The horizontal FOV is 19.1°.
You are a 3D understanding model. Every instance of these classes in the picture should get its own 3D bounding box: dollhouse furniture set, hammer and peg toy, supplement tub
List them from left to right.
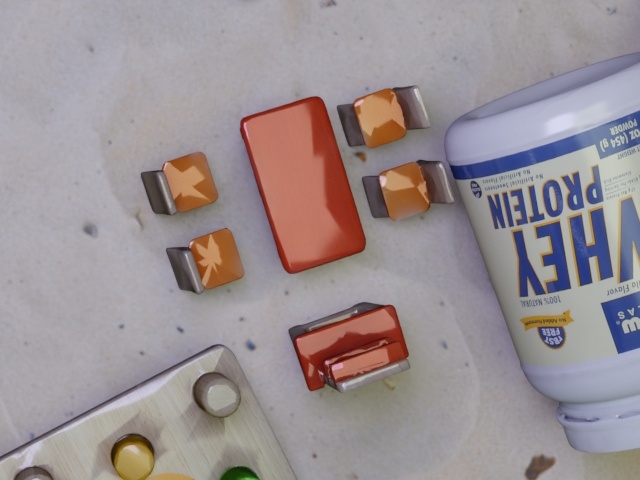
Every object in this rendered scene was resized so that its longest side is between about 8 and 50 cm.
[{"bbox_3d":[-0.123,0.310,1.733,0.266,0.127,0.361,-27,98,-10],"label":"hammer and peg toy"},{"bbox_3d":[0.000,0.000,1.742,0.262,0.135,0.259,-19,97,-11],"label":"dollhouse furniture set"},{"bbox_3d":[0.270,0.009,1.753,0.235,0.235,0.324,-22,97,-11],"label":"supplement tub"}]
